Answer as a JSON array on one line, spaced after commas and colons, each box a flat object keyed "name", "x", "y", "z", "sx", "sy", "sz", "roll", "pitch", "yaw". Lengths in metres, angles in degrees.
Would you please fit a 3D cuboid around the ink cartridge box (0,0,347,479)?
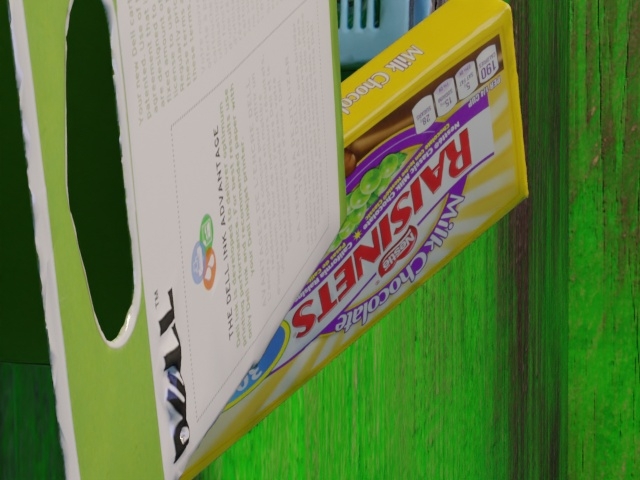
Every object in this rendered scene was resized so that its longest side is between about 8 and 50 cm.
[{"name": "ink cartridge box", "x": -0.068, "y": -0.050, "z": 0.499, "sx": 0.255, "sy": 0.097, "sz": 0.188, "roll": -56, "pitch": 145, "yaw": -65}]

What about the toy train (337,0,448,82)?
[{"name": "toy train", "x": 0.008, "y": -0.081, "z": 0.810, "sx": 0.184, "sy": 0.105, "sz": 0.080, "roll": 44, "pitch": 49, "yaw": -73}]

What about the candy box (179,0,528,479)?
[{"name": "candy box", "x": 0.000, "y": 0.000, "z": 0.708, "sx": 0.206, "sy": 0.027, "sz": 0.105, "roll": -39, "pitch": 143, "yaw": -24}]
